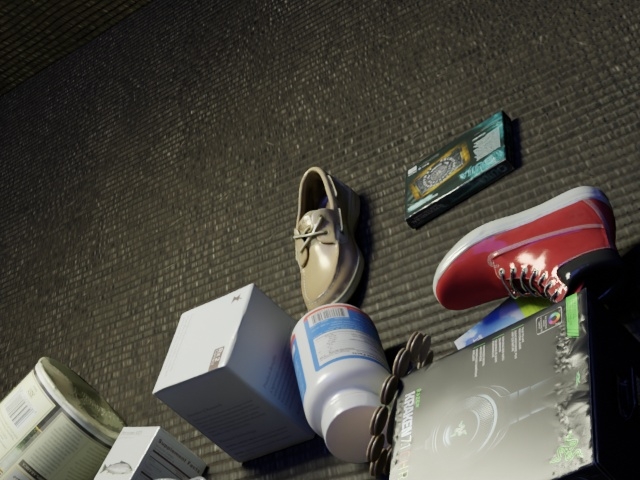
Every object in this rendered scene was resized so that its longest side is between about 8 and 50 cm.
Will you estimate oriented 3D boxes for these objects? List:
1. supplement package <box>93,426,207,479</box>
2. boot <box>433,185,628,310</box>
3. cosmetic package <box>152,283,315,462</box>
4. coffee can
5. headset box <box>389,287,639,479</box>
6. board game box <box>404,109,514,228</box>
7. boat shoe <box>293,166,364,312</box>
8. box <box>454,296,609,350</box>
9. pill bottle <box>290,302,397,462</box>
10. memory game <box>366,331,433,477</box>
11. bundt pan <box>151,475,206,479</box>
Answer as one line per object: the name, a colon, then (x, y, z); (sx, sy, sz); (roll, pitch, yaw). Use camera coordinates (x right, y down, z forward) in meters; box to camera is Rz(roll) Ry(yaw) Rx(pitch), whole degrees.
supplement package: (-0.267, 0.372, 2.025); (0.105, 0.105, 0.179); (-11, 43, 50)
boot: (0.243, 0.050, 1.654); (0.244, 0.088, 0.176); (-29, 33, 22)
cosmetic package: (-0.104, 0.188, 1.951); (0.151, 0.183, 0.151); (-25, 34, 37)
coffee can: (-0.469, 0.354, 2.236); (0.275, 0.201, 0.201); (-46, 27, 2)
headset box: (0.224, 0.219, 1.495); (0.283, 0.131, 0.246); (-29, 33, 31)
board game box: (0.204, -0.105, 2.072); (0.186, 0.026, 0.126); (-32, 31, 27)
boat shoe: (0.000, 0.000, 2.146); (0.109, 0.098, 0.302); (-32, 30, 27)
box: (0.255, 0.104, 1.700); (0.178, 0.042, 0.109); (-41, 27, 10)
pill bottle: (0.033, 0.188, 1.820); (0.124, 0.124, 0.221); (-40, 28, 14)
memory game: (0.096, 0.199, 1.685); (0.012, 0.186, 0.186); (18, 61, 20)
bundt pan: (-0.198, 0.455, 1.712); (0.330, 0.124, 0.331); (-12, 37, 9)
